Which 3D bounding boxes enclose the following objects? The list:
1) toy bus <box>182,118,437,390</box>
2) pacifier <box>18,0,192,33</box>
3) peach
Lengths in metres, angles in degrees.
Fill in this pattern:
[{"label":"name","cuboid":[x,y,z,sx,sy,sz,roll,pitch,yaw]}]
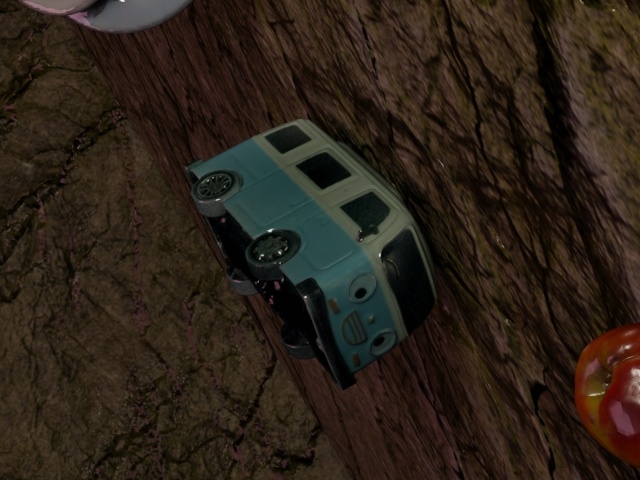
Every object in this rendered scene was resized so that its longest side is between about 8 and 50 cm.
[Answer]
[{"label":"toy bus","cuboid":[0.000,0.000,1.481,0.271,0.165,0.133,46,162,50]},{"label":"pacifier","cuboid":[-0.204,-0.326,1.571,0.287,0.238,0.226,56,-164,15]},{"label":"peach","cuboid":[0.215,0.101,0.996,0.100,0.101,0.100,57,168,19]}]
